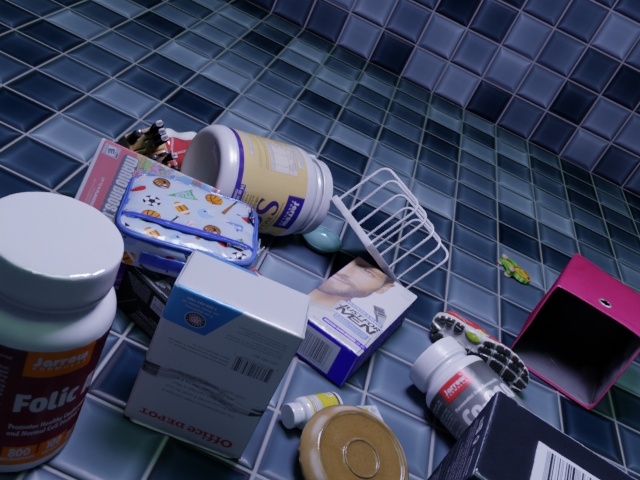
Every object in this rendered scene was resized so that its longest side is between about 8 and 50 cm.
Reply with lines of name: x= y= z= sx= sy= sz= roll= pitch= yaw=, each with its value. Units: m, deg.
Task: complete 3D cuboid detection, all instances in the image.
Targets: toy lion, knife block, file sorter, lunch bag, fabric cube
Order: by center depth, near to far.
lunch bag: x=-0.266 y=-0.013 z=1.525 sx=0.303 sy=0.115 sz=0.243 roll=16 pitch=32 yaw=-11
knife block: x=-0.431 y=-0.233 z=1.805 sx=0.088 sy=0.242 sz=0.275 roll=-21 pitch=51 yaw=-24
file sorter: x=0.189 y=-0.027 z=1.926 sx=0.193 sy=0.173 sz=0.277 roll=55 pitch=3 yaw=39
fabric cube: x=0.693 y=0.232 z=1.971 sx=0.254 sy=0.259 sz=0.258 roll=35 pitch=31 yaw=15
toy lion: x=0.614 y=0.095 z=2.345 sx=0.096 sy=0.034 sz=0.100 roll=21 pitch=30 yaw=-24

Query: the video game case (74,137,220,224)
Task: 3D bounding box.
video game case: x=-0.395 y=-0.078 z=1.666 sx=0.285 sy=0.204 sz=0.025 roll=24 pitch=-2 yaw=-6

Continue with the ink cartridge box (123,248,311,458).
ink cartridge box: x=-0.180 y=0.201 z=1.291 sx=0.223 sy=0.307 sz=0.129 roll=23 pitch=29 yaw=-7

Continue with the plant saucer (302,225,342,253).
plant saucer: x=0.000 y=0.000 z=2.014 sx=0.119 sy=0.021 sz=0.119 roll=19 pitch=31 yaw=-12

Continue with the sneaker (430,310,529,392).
sneaker: x=0.408 y=0.263 z=1.861 sx=0.279 sy=0.107 sz=0.118 roll=39 pitch=23 yaw=14

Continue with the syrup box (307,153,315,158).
syrup box: x=-0.126 y=-0.196 z=2.115 sx=0.237 sy=0.096 sz=0.093 roll=3 pitch=66 yaw=-34

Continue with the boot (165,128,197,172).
boot: x=-0.353 y=-0.202 z=2.004 sx=0.176 sy=0.088 sz=0.244 roll=62 pitch=16 yaw=3

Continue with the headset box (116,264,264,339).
headset box: x=-0.241 y=0.115 z=1.564 sx=0.218 sy=0.110 sz=0.293 roll=39 pitch=33 yaw=20

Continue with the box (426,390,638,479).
box: x=0.277 y=0.486 z=1.127 sx=0.294 sy=0.395 sz=0.212 roll=33 pitch=30 yaw=7

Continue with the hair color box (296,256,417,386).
hair color box: x=0.069 y=0.175 z=1.722 sx=0.185 sy=0.110 sz=0.339 roll=35 pitch=30 yaw=14

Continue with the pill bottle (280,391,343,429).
pill bottle: x=-0.017 y=0.334 z=1.454 sx=0.116 sy=0.065 sz=0.065 roll=0 pitch=40 yaw=-37

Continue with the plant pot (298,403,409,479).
plant pot: x=0.071 y=0.408 z=1.383 sx=0.236 sy=0.032 sz=0.236 roll=19 pitch=46 yaw=-21

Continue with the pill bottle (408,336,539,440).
pill bottle: x=0.330 y=0.352 z=1.602 sx=0.161 sy=0.161 sz=0.283 roll=-9 pitch=46 yaw=-45

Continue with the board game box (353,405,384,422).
board game box: x=0.093 y=0.397 z=1.481 sx=0.103 sy=0.026 sz=0.154 roll=7 pitch=36 yaw=-31

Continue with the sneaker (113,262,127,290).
sneaker: x=-0.470 y=0.014 z=1.547 sx=0.236 sy=0.104 sz=0.095 roll=30 pitch=29 yaw=2

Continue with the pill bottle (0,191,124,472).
pill bottle: x=-0.433 y=0.138 z=1.104 sx=0.224 sy=0.392 sz=0.224 roll=20 pitch=32 yaw=-13

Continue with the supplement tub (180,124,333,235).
supplement tub: x=-0.159 y=-0.141 z=1.873 sx=0.331 sy=0.241 sz=0.241 roll=11 pitch=34 yaw=-37
